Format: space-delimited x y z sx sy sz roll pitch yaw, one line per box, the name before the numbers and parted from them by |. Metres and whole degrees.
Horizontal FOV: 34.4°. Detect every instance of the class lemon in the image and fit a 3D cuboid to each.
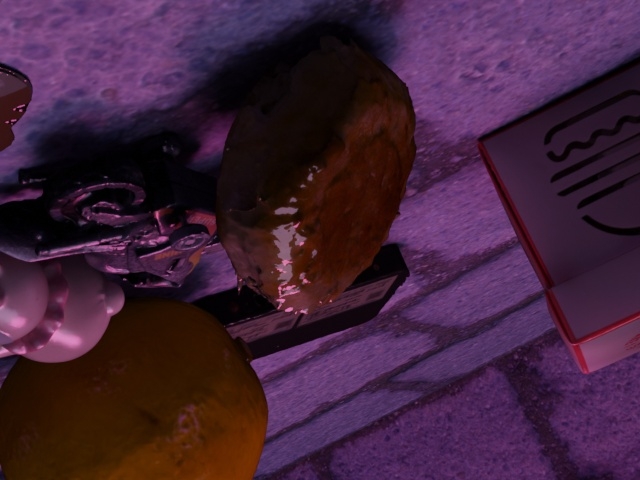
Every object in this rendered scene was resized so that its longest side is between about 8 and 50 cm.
lemon | -0.230 0.232 1.285 0.348 0.348 0.348 -21 161 -8

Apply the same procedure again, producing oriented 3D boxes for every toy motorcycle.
toy motorcycle | -0.178 -0.016 1.023 0.173 0.108 0.307 -27 159 26

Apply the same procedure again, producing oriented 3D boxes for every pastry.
pastry | -0.005 -0.059 0.981 0.257 0.121 0.236 -59 154 -14

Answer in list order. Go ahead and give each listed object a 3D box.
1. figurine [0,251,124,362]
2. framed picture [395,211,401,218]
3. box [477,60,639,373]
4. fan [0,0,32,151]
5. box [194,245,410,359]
figurine | -0.320 0.055 1.018 0.155 0.127 0.235 3 172 23
framed picture | 0.000 0.000 1.413 0.201 0.010 0.136 -5 153 -44
box | 0.420 -0.030 1.375 0.314 0.300 0.312 -26 161 9
fan | -0.276 -0.118 0.778 0.152 0.008 0.227 -6 156 -40
box | -0.046 0.110 1.583 0.350 0.058 0.211 -15 157 -24
